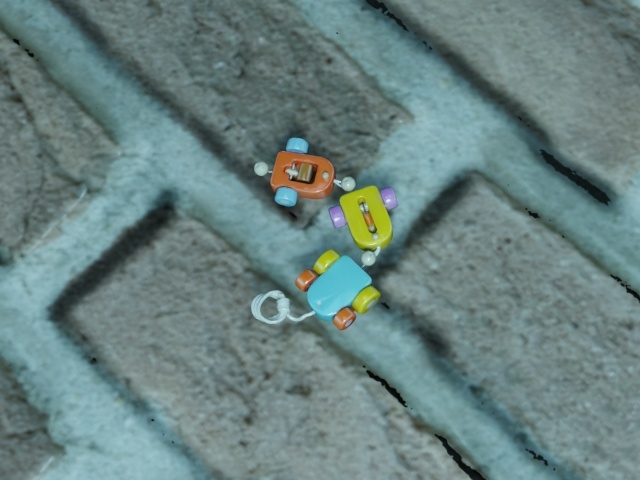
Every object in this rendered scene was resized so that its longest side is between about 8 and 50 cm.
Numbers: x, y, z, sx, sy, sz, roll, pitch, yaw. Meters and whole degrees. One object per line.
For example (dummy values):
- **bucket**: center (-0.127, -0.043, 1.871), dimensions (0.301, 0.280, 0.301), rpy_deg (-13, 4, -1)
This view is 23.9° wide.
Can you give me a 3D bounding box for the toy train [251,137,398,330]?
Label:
- **toy train**: center (0.000, 0.000, 1.266), dimensions (0.125, 0.046, 0.166), rpy_deg (5, 70, 9)
